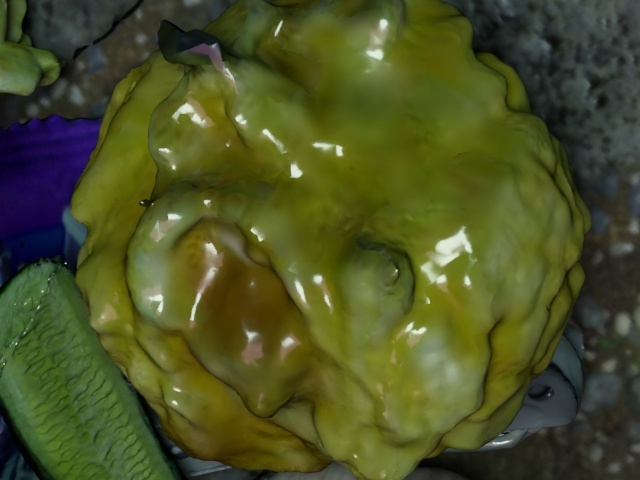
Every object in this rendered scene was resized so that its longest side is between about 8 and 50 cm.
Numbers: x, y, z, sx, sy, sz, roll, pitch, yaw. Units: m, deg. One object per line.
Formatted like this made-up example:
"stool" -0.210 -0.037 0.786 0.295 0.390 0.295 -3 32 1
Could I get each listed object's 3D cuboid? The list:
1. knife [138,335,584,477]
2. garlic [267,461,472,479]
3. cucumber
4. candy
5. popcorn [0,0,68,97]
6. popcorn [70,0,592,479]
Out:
"knife" 0.017 0.097 0.934 0.265 0.040 0.073 -9 124 16
"garlic" 0.032 0.244 0.874 0.245 0.253 0.245 2 106 6
"cucumber" -0.130 0.096 0.880 0.046 0.070 0.220 29 154 38
"candy" -0.160 0.054 0.912 0.070 0.145 0.275 27 117 38
"popcorn" -0.222 -0.116 0.859 0.162 0.141 0.135 46 151 23
"popcorn" 0.002 -0.008 0.787 0.249 0.249 0.225 2 144 12
